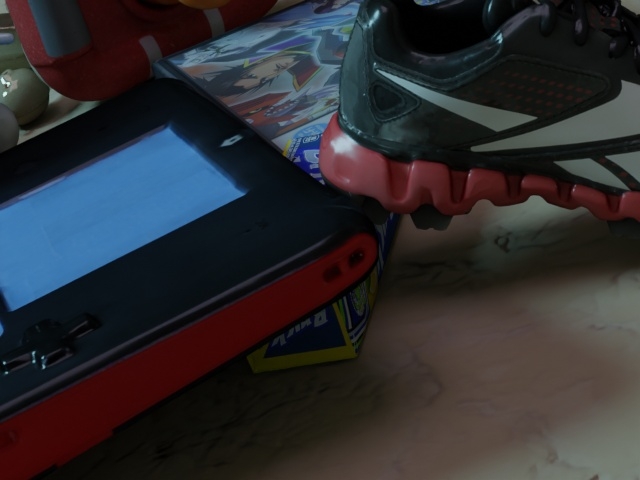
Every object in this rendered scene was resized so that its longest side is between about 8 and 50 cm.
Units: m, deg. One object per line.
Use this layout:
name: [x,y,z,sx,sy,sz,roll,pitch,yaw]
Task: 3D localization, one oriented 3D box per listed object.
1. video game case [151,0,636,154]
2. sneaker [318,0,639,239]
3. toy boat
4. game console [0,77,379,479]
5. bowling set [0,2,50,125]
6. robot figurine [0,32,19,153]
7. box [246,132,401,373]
video game case: [0.040,-0.120,1.196,0.248,0.035,0.275,-24,26,-12]
sneaker: [0.135,-0.075,0.885,0.276,0.135,0.097,3,30,7]
toy boat: [-0.107,-0.197,1.304,0.231,0.151,0.151,-32,25,-30]
game console: [-0.176,0.029,0.938,0.342,0.060,0.386,-31,23,-8]
bowling set: [-0.240,-0.217,1.402,0.154,0.200,0.287,-7,31,21]
robot figurine: [-0.344,-0.098,1.154,0.353,0.300,0.199,-22,61,43]
box: [0.000,0.000,0.956,0.059,0.054,0.169,-11,27,18]
